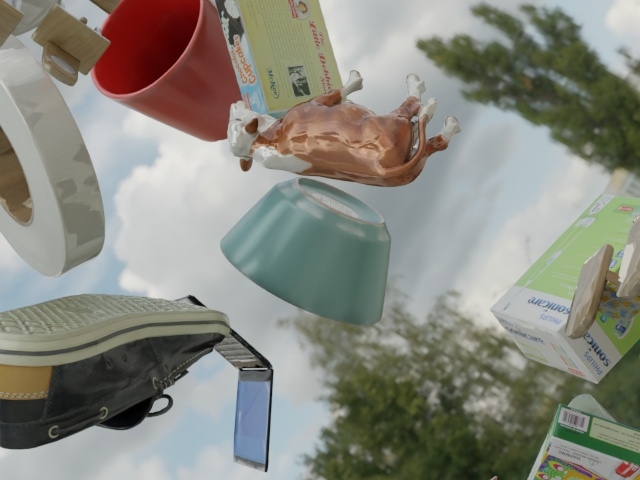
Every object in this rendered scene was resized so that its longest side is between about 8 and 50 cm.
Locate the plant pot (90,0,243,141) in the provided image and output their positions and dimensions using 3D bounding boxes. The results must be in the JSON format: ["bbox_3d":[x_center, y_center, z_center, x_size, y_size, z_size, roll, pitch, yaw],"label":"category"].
[{"bbox_3d":[-0.243,-0.319,2.191,0.243,0.275,0.275,36,-95,-45],"label":"plant pot"}]

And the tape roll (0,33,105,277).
[{"bbox_3d":[-0.456,-0.130,1.802,0.072,0.392,0.392,-28,-30,-29],"label":"tape roll"}]

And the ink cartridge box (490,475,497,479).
[{"bbox_3d":[0.199,0.547,1.845,0.261,0.066,0.296,-26,-49,-34],"label":"ink cartridge box"}]

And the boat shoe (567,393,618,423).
[{"bbox_3d":[0.469,0.332,1.909,0.079,0.081,0.227,-44,25,11],"label":"boat shoe"}]

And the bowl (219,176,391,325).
[{"bbox_3d":[0.000,0.000,2.067,0.163,0.312,0.311,-63,-18,13],"label":"bowl"}]

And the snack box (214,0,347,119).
[{"bbox_3d":[-0.078,-0.366,2.022,0.187,0.321,0.060,-13,-4,-41],"label":"snack box"}]

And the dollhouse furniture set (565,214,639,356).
[{"bbox_3d":[0.558,0.125,1.523,0.256,0.362,0.394,-67,7,-34],"label":"dollhouse furniture set"}]

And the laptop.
[{"bbox_3d":[-0.169,0.225,1.894,0.136,0.264,0.234,-51,9,-16],"label":"laptop"}]

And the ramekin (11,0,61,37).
[{"bbox_3d":[-0.520,-0.440,1.797,0.272,0.273,0.127,-62,-13,12],"label":"ramekin"}]

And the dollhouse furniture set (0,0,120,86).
[{"bbox_3d":[-0.282,-0.395,1.315,0.355,0.303,0.174,-49,24,13],"label":"dollhouse furniture set"}]

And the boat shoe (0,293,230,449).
[{"bbox_3d":[-0.275,0.158,1.539,0.500,0.187,0.156,-10,-75,-69],"label":"boat shoe"}]

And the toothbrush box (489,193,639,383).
[{"bbox_3d":[0.440,0.068,1.880,0.283,0.122,0.206,-43,19,-13],"label":"toothbrush box"}]

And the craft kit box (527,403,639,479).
[{"bbox_3d":[0.351,0.313,1.341,0.246,0.250,0.061,98,-167,-47],"label":"craft kit box"}]

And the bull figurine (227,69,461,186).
[{"bbox_3d":[0.025,-0.142,1.549,0.188,0.310,0.101,-45,-45,-31],"label":"bull figurine"}]
